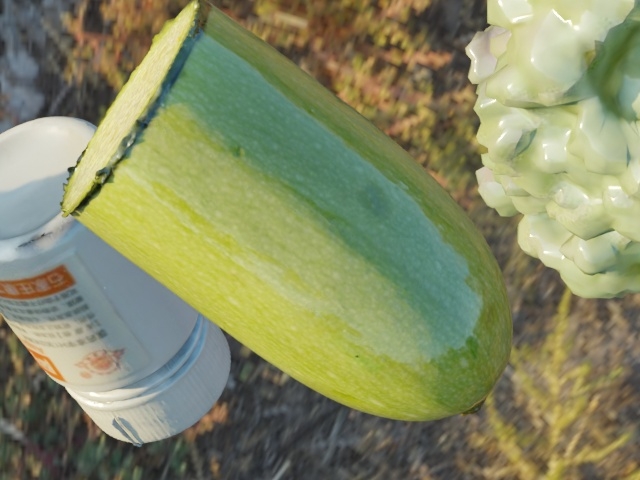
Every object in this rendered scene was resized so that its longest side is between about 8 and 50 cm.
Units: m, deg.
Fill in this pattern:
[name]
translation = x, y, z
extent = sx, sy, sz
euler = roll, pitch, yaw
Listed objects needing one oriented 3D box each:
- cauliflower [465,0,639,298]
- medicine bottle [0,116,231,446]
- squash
[cauliflower]
translation = 0.118, -0.101, 0.422
extent = 0.238, 0.315, 0.256
euler = 10, 79, 16
[medicine bottle]
translation = -0.168, 0.035, 1.434
extent = 0.144, 0.252, 0.145
euler = -15, 47, 17
[squash]
translation = 0.000, 0.000, 0.959
extent = 0.247, 0.132, 0.132
euler = 35, 67, -15
